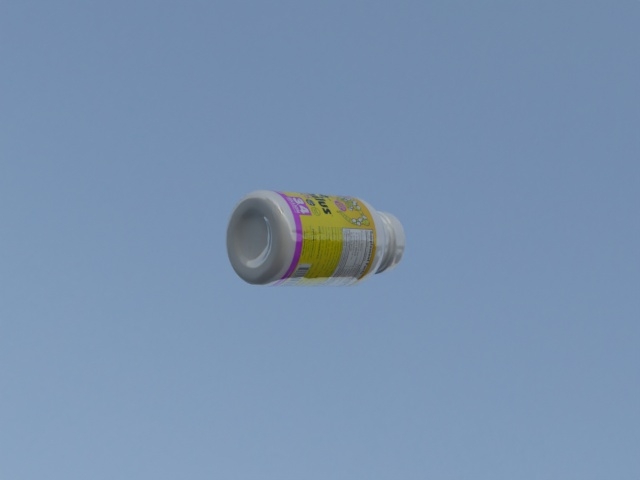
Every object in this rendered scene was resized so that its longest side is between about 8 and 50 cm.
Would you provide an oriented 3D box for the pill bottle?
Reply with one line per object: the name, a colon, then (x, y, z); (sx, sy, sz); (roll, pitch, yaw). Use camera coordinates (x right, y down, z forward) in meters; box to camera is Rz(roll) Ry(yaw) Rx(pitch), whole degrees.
pill bottle: (0.000, 0.000, 0.595); (0.043, 0.083, 0.043); (-2, -93, 46)
